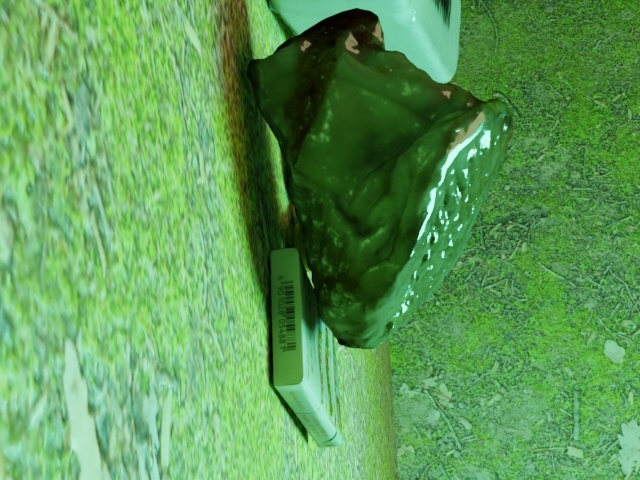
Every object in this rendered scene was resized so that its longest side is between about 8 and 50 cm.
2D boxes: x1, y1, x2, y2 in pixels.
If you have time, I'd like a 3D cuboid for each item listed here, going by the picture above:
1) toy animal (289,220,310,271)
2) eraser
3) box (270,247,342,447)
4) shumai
[{"bbox_3d":[-0.004,0.000,0.992,0.070,0.083,0.159,-60,169,9],"label":"toy animal"},{"bbox_3d":[0.053,-0.304,1.066,0.331,0.150,0.331,5,90,-70],"label":"eraser"},{"bbox_3d":[-0.011,0.106,0.922,0.220,0.032,0.122,70,15,-64],"label":"box"},{"bbox_3d":[0.031,-0.050,0.872,0.222,0.204,0.271,-33,147,-55],"label":"shumai"}]
